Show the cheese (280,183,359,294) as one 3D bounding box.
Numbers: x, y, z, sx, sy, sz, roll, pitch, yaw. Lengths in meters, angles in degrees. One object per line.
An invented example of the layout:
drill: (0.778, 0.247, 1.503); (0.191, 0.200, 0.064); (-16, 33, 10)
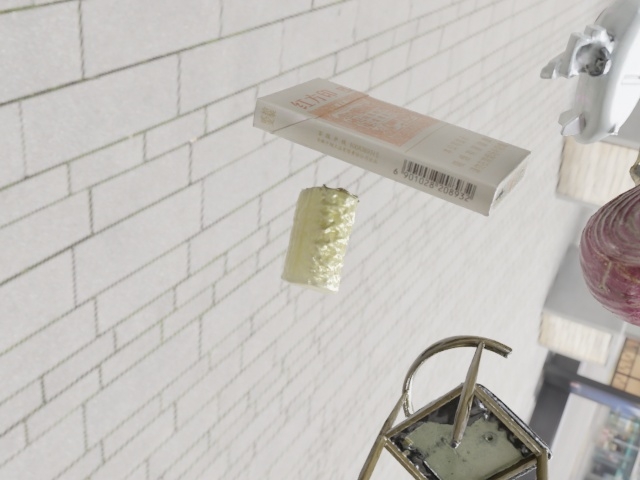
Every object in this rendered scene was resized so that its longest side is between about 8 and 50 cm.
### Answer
cheese: (0.000, 0.000, 1.330); (0.093, 0.123, 0.167); (17, 81, -30)

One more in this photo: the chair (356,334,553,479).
chair: (0.174, 0.257, 1.006); (0.188, 0.166, 0.272); (-39, -170, 27)

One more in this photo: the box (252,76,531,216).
box: (0.106, -0.147, 1.168); (0.204, 0.365, 0.051); (-37, 145, -57)

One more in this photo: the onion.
onion: (0.544, 0.029, 1.283); (0.230, 0.256, 0.272); (-44, -169, 22)

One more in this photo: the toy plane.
toy plane: (0.451, -0.264, 1.253); (0.252, 0.118, 0.252); (-16, 132, -19)
